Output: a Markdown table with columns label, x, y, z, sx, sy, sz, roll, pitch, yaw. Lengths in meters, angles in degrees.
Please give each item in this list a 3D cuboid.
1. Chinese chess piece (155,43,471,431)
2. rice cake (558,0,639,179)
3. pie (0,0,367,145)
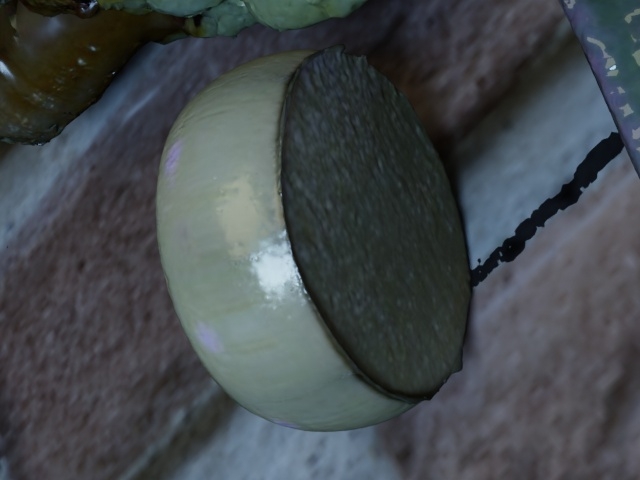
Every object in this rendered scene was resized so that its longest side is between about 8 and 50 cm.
| label | x | y | z | sx | sy | sz | roll | pitch | yaw |
| --- | --- | --- | --- | --- | --- | --- | --- | --- | --- |
| Chinese chess piece | 0.000 | 0.000 | 0.454 | 0.051 | 0.122 | 0.122 | -17 | 66 | 30 |
| rice cake | 0.102 | -0.056 | 0.440 | 0.036 | 0.047 | 0.206 | -26 | 62 | 15 |
| pie | -0.045 | -0.182 | 0.566 | 0.274 | 0.105 | 0.257 | -17 | 57 | 35 |
